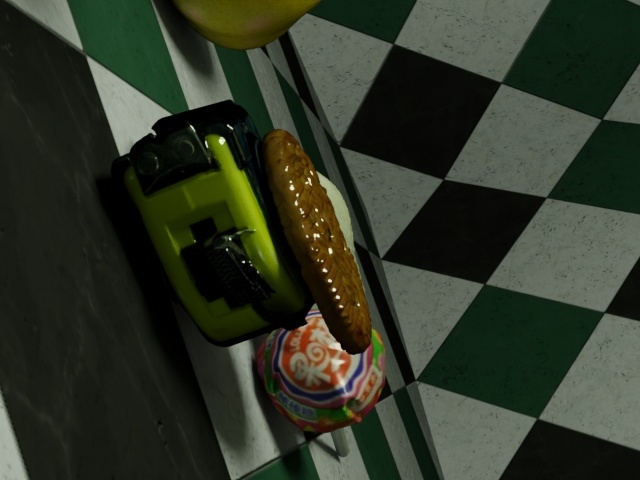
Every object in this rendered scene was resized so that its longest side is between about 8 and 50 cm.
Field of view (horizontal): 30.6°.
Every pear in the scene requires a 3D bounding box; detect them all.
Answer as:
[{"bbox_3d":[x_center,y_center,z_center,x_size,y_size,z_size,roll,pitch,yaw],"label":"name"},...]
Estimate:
[{"bbox_3d":[-0.096,-0.364,1.365,0.285,0.336,0.285,19,41,-17],"label":"pear"}]

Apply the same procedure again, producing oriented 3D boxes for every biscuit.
[{"bbox_3d":[0.001,0.000,0.912,0.188,0.027,0.187,-22,90,-83],"label":"biscuit"}]

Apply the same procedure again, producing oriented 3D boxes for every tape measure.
[{"bbox_3d":[-0.077,-0.009,0.894,0.199,0.112,0.186,-73,139,-77],"label":"tape measure"}]

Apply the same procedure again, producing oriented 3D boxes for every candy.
[{"bbox_3d":[0.013,0.172,1.211,0.365,0.124,0.124,76,-3,-64],"label":"candy"}]

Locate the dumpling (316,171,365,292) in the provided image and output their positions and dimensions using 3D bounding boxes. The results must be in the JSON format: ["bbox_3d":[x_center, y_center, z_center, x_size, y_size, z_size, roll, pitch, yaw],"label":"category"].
[{"bbox_3d":[-0.041,-0.010,1.155,0.166,0.126,0.215,-20,90,-75],"label":"dumpling"}]
